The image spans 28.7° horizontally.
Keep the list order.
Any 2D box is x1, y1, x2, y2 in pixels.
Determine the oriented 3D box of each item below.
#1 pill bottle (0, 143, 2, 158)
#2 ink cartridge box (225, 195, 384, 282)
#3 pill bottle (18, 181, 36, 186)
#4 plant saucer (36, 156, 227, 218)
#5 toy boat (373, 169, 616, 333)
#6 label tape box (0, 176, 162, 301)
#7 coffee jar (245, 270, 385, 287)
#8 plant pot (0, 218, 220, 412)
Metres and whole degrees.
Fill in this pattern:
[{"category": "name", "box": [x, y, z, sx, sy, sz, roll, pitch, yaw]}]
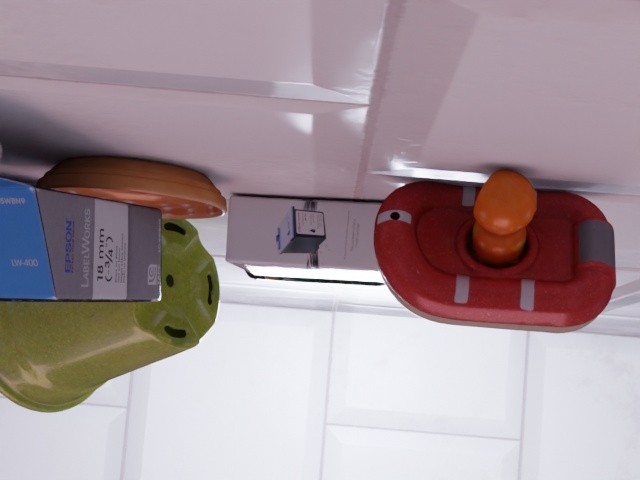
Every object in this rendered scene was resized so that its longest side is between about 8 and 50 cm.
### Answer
[{"category": "pill bottle", "box": [-0.319, -0.086, 1.111, 0.043, 0.043, 0.083, 2, 172, 20]}, {"category": "ink cartridge box", "box": [0.000, 0.000, 1.447, 0.190, 0.082, 0.139, 2, 172, 13]}, {"category": "pill bottle", "box": [-0.368, -0.017, 1.441, 0.180, 0.108, 0.108, 10, 171, -39]}, {"category": "plant saucer", "box": [-0.196, -0.055, 1.312, 0.200, 0.037, 0.200, 5, 174, 1]}, {"category": "toy boat", "box": [0.165, -0.008, 1.172, 0.231, 0.151, 0.151, 3, 143, 5]}, {"category": "label tape box", "box": [-0.325, 0.004, 1.171, 0.240, 0.106, 0.333, 1, 177, 17]}, {"category": "coffee jar", "box": [-0.006, 0.016, 1.577, 0.184, 0.079, 0.096, 3, 180, 12]}, {"category": "plant pot", "box": [-0.282, 0.076, 1.650, 0.253, 0.276, 0.276, -13, 164, 33]}]
